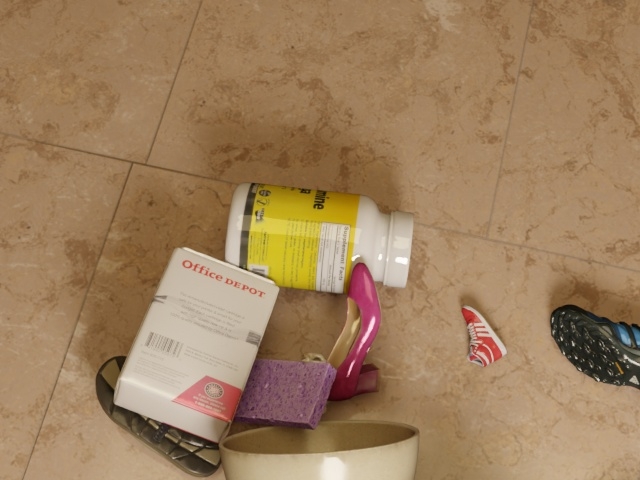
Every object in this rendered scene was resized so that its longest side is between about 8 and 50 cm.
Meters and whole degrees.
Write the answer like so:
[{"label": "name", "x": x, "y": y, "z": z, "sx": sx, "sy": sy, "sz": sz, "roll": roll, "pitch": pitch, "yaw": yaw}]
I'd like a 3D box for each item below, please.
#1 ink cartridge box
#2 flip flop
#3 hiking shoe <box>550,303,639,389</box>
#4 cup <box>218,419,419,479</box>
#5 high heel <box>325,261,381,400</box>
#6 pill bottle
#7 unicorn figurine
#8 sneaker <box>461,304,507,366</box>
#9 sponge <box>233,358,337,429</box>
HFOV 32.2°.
[{"label": "ink cartridge box", "x": -0.215, "y": 0.182, "z": 1.954, "sx": 0.207, "sy": 0.117, "sz": 0.283, "roll": 22, "pitch": 57, "yaw": -3}, {"label": "flip flop", "x": -0.292, "y": 0.321, "z": 1.979, "sx": 0.277, "sy": 0.080, "sz": 0.112, "roll": 39, "pitch": 65, "yaw": 0}, {"label": "hiking shoe", "x": 0.566, "y": 0.203, "z": 2.029, "sx": 0.304, "sy": 0.113, "sz": 0.132, "roll": 31, "pitch": 39, "yaw": 19}, {"label": "cup", "x": 0.004, "y": 0.437, "z": 1.819, "sx": 0.331, "sy": 0.331, "sz": 0.237, "roll": -3, "pitch": 88, "yaw": -1}, {"label": "high heel", "x": 0.041, "y": 0.162, "z": 1.952, "sx": 0.117, "sy": 0.082, "sz": 0.244, "roll": -6, "pitch": 106, "yaw": -19}, {"label": "pill bottle", "x": 0.000, "y": 0.000, "z": 2.055, "sx": 0.334, "sy": 0.188, "sz": 0.188, "roll": 6, "pitch": 66, "yaw": 2}, {"label": "unicorn figurine", "x": 0.012, "y": 0.246, "z": 2.023, "sx": 0.111, "sy": 0.060, "sz": 0.162, "roll": 25, "pitch": 83, "yaw": 1}, {"label": "sneaker", "x": 0.285, "y": 0.180, "z": 2.055, "sx": 0.067, "sy": 0.042, "sz": 0.118, "roll": -33, "pitch": 72, "yaw": -17}, {"label": "sponge", "x": -0.075, "y": 0.269, "z": 1.956, "sx": 0.210, "sy": 0.031, "sz": 0.117, "roll": -2, "pitch": 56, "yaw": 40}]
